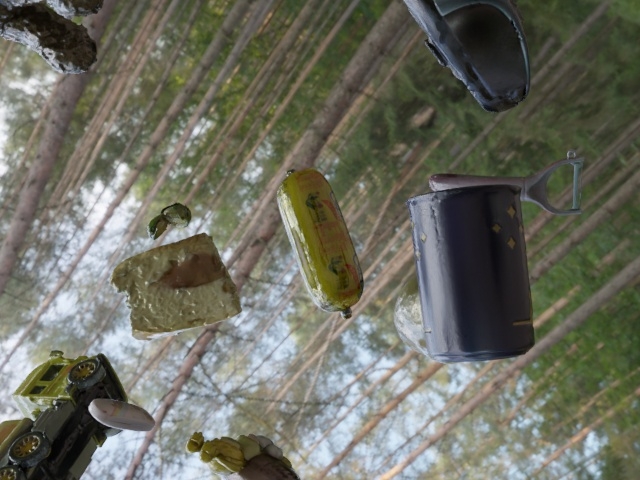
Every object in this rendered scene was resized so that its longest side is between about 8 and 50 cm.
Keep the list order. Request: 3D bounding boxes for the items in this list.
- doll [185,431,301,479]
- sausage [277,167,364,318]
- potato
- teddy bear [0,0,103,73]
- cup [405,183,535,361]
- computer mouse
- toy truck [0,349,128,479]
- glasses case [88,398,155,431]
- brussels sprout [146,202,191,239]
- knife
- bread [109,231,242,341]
[{"bbox_3d":[-0.098,0.324,1.030,0.145,0.096,0.188,18,160,26],"label":"doll"},{"bbox_3d":[0.000,0.000,1.491,0.123,0.123,0.346,-2,-113,-50],"label":"sausage"},{"bbox_3d":[0.303,0.171,1.684,0.243,0.326,0.220,32,-105,-2],"label":"potato"},{"bbox_3d":[-0.351,-0.234,0.731,0.252,0.182,0.129,-8,-119,-18],"label":"teddy bear"},{"bbox_3d":[0.265,0.053,1.146,0.255,0.178,0.256,-2,-96,-42],"label":"cup"},{"bbox_3d":[0.158,-0.237,0.770,0.233,0.096,0.137,34,-149,-43],"label":"computer mouse"},{"bbox_3d":[-0.384,0.275,0.959,0.272,0.157,0.124,-64,-33,-50],"label":"toy truck"},{"bbox_3d":[-0.205,0.182,0.748,0.032,0.021,0.083,32,179,37],"label":"glasses case"},{"bbox_3d":[-0.273,-0.036,1.284,0.083,0.046,0.051,-25,-149,-22],"label":"brussels sprout"},{"bbox_3d":[0.330,-0.106,1.309,0.278,0.123,0.053,3,-157,20],"label":"knife"},{"bbox_3d":[-0.284,0.092,1.482,0.211,0.224,0.183,-117,8,-86],"label":"bread"}]
